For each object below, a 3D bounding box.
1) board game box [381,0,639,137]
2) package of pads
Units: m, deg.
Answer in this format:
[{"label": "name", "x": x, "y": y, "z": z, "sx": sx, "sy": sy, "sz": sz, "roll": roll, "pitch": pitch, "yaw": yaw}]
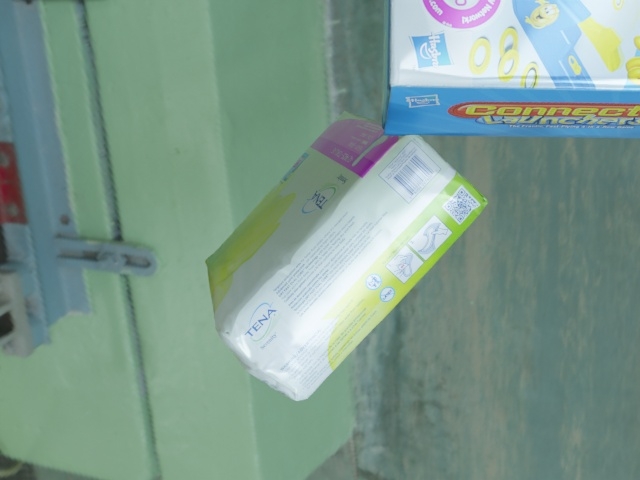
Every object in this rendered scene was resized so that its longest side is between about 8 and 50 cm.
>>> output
[{"label": "board game box", "x": 0.186, "y": -0.211, "z": 0.501, "sx": 0.302, "sy": 0.086, "sz": 0.308, "roll": 1, "pitch": 82, "yaw": 2}, {"label": "package of pads", "x": 0.000, "y": 0.000, "z": 0.850, "sx": 0.101, "sy": 0.296, "sz": 0.229, "roll": 42, "pitch": 91, "yaw": -13}]
